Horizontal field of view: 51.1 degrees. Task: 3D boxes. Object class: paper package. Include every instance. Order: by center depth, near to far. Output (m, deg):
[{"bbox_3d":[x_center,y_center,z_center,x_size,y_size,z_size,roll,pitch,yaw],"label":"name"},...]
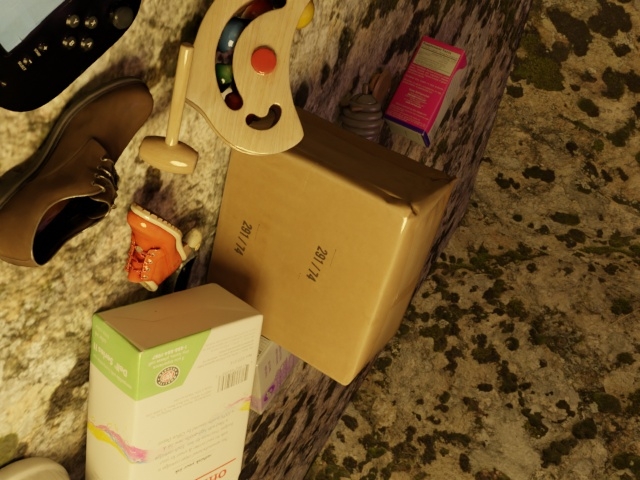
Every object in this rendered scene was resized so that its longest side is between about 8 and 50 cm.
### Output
[{"bbox_3d":[0.000,0.000,1.026,0.168,0.309,0.324,-35,147,-50],"label":"paper package"}]

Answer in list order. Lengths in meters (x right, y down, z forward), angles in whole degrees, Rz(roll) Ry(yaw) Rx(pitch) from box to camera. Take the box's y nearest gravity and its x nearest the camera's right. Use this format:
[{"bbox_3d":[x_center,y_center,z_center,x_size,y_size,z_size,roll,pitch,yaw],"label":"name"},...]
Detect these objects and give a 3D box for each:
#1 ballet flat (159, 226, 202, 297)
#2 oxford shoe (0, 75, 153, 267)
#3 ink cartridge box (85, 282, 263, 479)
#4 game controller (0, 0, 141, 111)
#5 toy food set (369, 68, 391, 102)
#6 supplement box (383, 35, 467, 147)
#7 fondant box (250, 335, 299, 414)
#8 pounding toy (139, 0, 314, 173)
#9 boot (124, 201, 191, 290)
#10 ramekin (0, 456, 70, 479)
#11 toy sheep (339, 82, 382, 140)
[{"bbox_3d":[-0.200,0.061,0.972,0.057,0.049,0.173,-24,137,-66],"label":"ballet flat"},{"bbox_3d":[-0.222,-0.064,0.646,0.227,0.096,0.083,-58,161,-22],"label":"oxford shoe"},{"bbox_3d":[-0.211,0.257,0.943,0.207,0.119,0.353,-12,119,-47],"label":"ink cartridge box"},{"bbox_3d":[-0.227,-0.221,0.447,0.166,0.067,0.319,-58,162,-17],"label":"game controller"},{"bbox_3d":[0.124,-0.324,1.415,0.083,0.020,0.082,-50,159,-40],"label":"toy food set"},{"bbox_3d":[0.253,-0.353,1.596,0.220,0.114,0.111,-62,162,-1],"label":"supplement box"},{"bbox_3d":[-0.076,0.175,1.433,0.330,0.096,0.238,-51,160,-32],"label":"fondant box"},{"bbox_3d":[-0.073,-0.178,0.731,0.269,0.154,0.155,-64,-168,1],"label":"pounding toy"},{"bbox_3d":[-0.217,0.012,0.845,0.084,0.059,0.158,-53,162,-17],"label":"boot"},{"bbox_3d":[-0.382,0.420,0.830,0.273,0.127,0.273,-55,161,-29],"label":"ramekin"},{"bbox_3d":[0.079,-0.239,1.301,0.091,0.091,0.132,-41,147,-52],"label":"toy sheep"}]
